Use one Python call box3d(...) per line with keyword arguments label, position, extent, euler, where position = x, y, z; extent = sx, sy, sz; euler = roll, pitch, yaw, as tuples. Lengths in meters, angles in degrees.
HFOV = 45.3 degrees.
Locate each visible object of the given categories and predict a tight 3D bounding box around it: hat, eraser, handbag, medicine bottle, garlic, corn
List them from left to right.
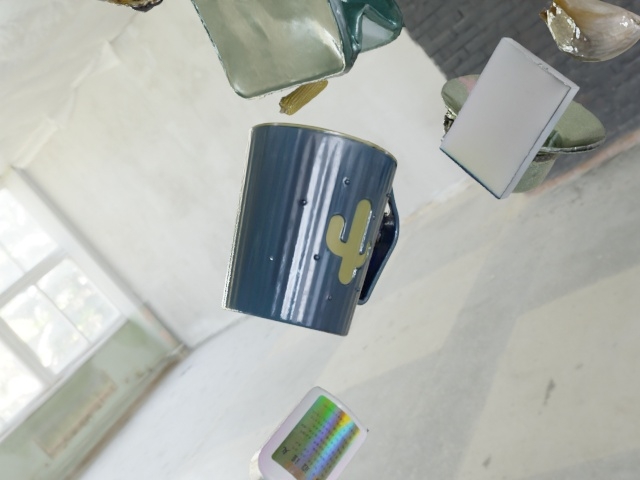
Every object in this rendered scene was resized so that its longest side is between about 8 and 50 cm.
box3d(label="handbag", position=(-0.058, -0.296, 0.882), extent=(0.089, 0.239, 0.326), euler=(-35, 19, -22))
box3d(label="medicine bottle", position=(-0.033, 0.326, 1.122), extent=(0.219, 0.115, 0.078), euler=(-46, -1, -35))
box3d(label="corn", position=(-0.025, -0.195, 1.028), extent=(0.083, 0.028, 0.027), euler=(-41, 10, -16))
box3d(label="eraser", position=(0.205, -0.136, 0.857), extent=(0.023, 0.104, 0.150), euler=(-11, -42, -45))
box3d(label="hat", position=(0.294, -0.146, 1.184), extent=(0.257, 0.257, 0.130), euler=(-53, -21, -55))
box3d(label="garlic", position=(0.349, -0.266, 0.980), extent=(0.066, 0.152, 0.084), euler=(-52, -31, -7))

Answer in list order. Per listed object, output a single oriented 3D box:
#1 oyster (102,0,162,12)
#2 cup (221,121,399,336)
box3d(label="oyster", position=(-0.187, -0.279, 0.767), extent=(0.029, 0.086, 0.132), euler=(83, -169, -61))
box3d(label="cup", position=(0.000, 0.000, 0.660), extent=(0.131, 0.176, 0.155), euler=(6, 79, 45))
